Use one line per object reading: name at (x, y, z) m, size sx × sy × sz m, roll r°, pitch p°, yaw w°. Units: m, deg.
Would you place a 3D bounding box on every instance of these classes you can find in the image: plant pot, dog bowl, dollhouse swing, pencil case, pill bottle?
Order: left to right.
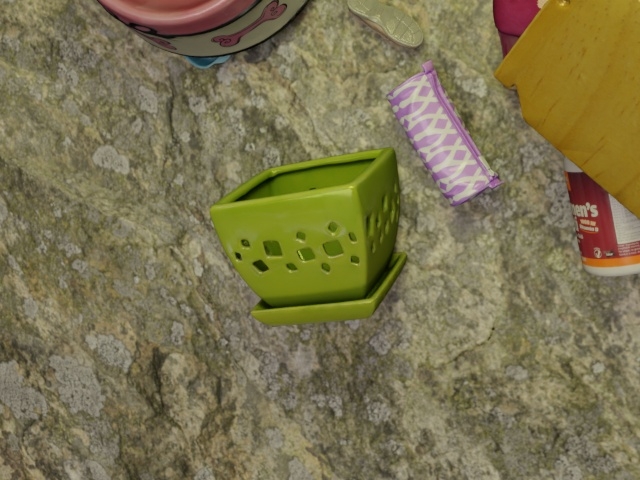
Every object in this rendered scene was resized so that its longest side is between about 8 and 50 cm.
dog bowl at (-0.191, -0.471, 1.206) m, size 0.408 × 0.150 × 0.407 m, roll 2°, pitch 98°, yaw 16°
plant pot at (0.000, 0.000, 1.252) m, size 0.228 × 0.227 × 0.207 m, roll -7°, pitch 107°, yaw 22°
pencil case at (0.177, -0.147, 1.214) m, size 0.206 × 0.086 × 0.088 m, roll 56°, pitch 149°, yaw -2°
pill bottle at (0.394, -0.072, 1.135) m, size 0.121 × 0.121 × 0.221 m, roll -10°, pitch 100°, yaw 23°
dollhouse swing at (0.460, -0.235, 0.968) m, size 0.347 × 0.305 × 0.315 m, roll 41°, pitch 154°, yaw 4°

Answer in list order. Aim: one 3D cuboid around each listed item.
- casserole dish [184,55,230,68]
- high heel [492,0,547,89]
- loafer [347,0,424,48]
casserole dish at (-0.198, -0.357, 1.328) m, size 0.188 × 0.037 × 0.114 m, roll 48°, pitch 115°, yaw 4°
high heel at (0.402, -0.285, 1.066) m, size 0.377 × 0.127 × 0.181 m, roll 2°, pitch 115°, yaw 24°
loafer at (0.095, -0.317, 1.233) m, size 0.125 × 0.039 × 0.045 m, roll 34°, pitch 80°, yaw 6°
